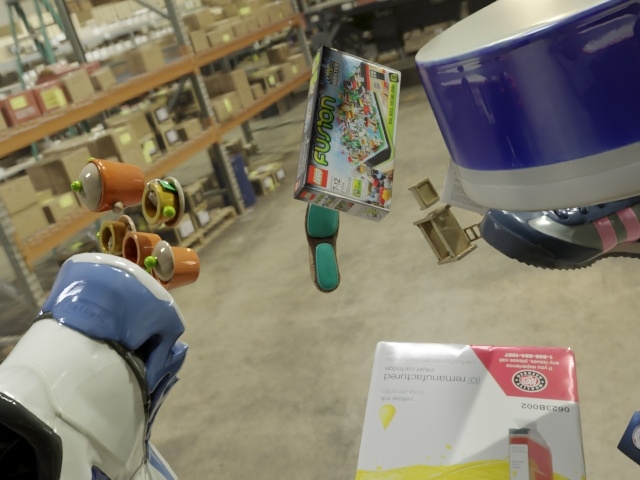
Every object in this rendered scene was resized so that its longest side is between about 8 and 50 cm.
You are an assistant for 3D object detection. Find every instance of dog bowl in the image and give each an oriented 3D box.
[{"bbox_3d":[0.199,-0.126,0.483,0.265,0.104,0.265,-24,16,7],"label":"dog bowl"}]

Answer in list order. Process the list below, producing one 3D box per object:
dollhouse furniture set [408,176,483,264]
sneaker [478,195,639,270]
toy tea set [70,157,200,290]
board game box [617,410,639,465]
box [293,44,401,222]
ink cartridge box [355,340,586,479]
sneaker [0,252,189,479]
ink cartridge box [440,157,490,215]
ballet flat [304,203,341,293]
[{"bbox_3d":[0.284,-0.068,1.601,0.161,0.182,0.101,-32,3,-20],"label":"dollhouse furniture set"},{"bbox_3d":[0.326,-0.048,0.843,0.319,0.131,0.112,-5,38,-26],"label":"sneaker"},{"bbox_3d":[-0.331,-0.026,1.274,0.124,0.200,0.336,-5,16,-39],"label":"toy tea set"},{"bbox_3d":[0.411,0.228,0.661,0.243,0.042,0.165,17,10,-27],"label":"board game box"},{"bbox_3d":[0.036,-0.133,0.920,0.114,0.207,0.036,14,-26,-17],"label":"box"},{"bbox_3d":[0.190,0.325,0.945,0.279,0.160,0.385,1,42,13],"label":"ink cartridge box"},{"bbox_3d":[-0.185,0.177,0.498,0.127,0.315,0.182,19,37,16],"label":"sneaker"},{"bbox_3d":[0.256,-0.130,0.982,0.148,0.203,0.086,20,41,14],"label":"ink cartridge box"},{"bbox_3d":[0.000,0.000,1.443,0.073,0.206,0.067,2,-7,-14],"label":"ballet flat"}]
